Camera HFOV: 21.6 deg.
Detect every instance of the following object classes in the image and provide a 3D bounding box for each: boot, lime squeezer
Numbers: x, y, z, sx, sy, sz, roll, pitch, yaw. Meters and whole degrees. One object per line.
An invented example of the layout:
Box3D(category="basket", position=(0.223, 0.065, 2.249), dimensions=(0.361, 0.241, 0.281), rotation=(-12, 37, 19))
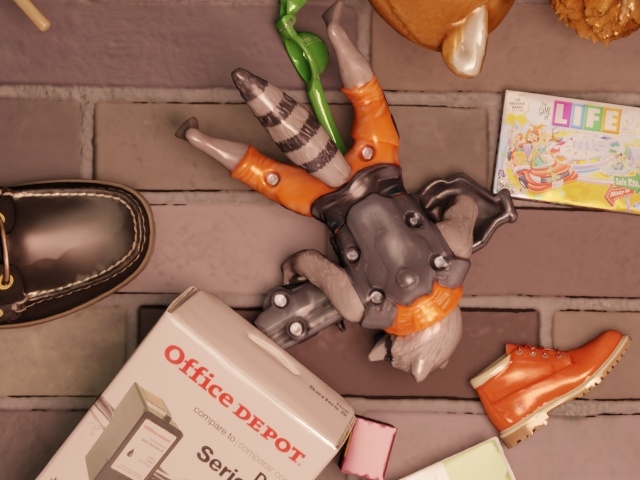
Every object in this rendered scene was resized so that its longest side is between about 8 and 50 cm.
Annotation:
Box3D(category="boot", position=(-0.342, 0.013, 1.476), dimensions=(0.377, 0.284, 0.138), rotation=(-6, 87, -1))
Box3D(category="boot", position=(0.220, 0.120, 1.602), dimensions=(0.158, 0.059, 0.085), rotation=(-35, 83, -2))
Box3D(category="lime squeezer", position=(0.006, -0.202, 1.625), dimensions=(0.110, 0.059, 0.310), rotation=(8, 85, -34))

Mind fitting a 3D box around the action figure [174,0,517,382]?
Box3D(category="action figure", position=(0.000, 0.000, 1.538), dimensions=(0.341, 0.178, 0.330), rotation=(-37, 90, 1))

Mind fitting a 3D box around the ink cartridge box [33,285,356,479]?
Box3D(category="ink cartridge box", position=(-0.129, 0.210, 1.522), dimensions=(0.198, 0.115, 0.273), rotation=(38, 104, 1))

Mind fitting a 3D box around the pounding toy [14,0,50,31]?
Box3D(category="pounding toy", position=(-0.244, -0.286, 1.599), dimensions=(0.206, 0.094, 0.181), rotation=(2, 92, 8))

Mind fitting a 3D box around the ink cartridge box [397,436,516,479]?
Box3D(category="ink cartridge box", position=(0.089, 0.306, 1.588), dimensions=(0.235, 0.056, 0.171), rotation=(-23, 88, -6))

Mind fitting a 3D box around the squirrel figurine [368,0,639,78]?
Box3D(category="squirrel figurine", position=(0.226, -0.297, 1.464), dimensions=(0.397, 0.281, 0.370), rotation=(30, 106, -33))

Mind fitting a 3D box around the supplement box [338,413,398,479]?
Box3D(category="supplement box", position=(0.044, 0.195, 1.578), dimensions=(0.043, 0.083, 0.055), rotation=(16, 85, -1))

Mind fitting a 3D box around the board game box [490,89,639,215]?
Box3D(category="board game box", position=(0.247, -0.084, 1.628), dimensions=(0.154, 0.026, 0.103), rotation=(7, 86, -1))
